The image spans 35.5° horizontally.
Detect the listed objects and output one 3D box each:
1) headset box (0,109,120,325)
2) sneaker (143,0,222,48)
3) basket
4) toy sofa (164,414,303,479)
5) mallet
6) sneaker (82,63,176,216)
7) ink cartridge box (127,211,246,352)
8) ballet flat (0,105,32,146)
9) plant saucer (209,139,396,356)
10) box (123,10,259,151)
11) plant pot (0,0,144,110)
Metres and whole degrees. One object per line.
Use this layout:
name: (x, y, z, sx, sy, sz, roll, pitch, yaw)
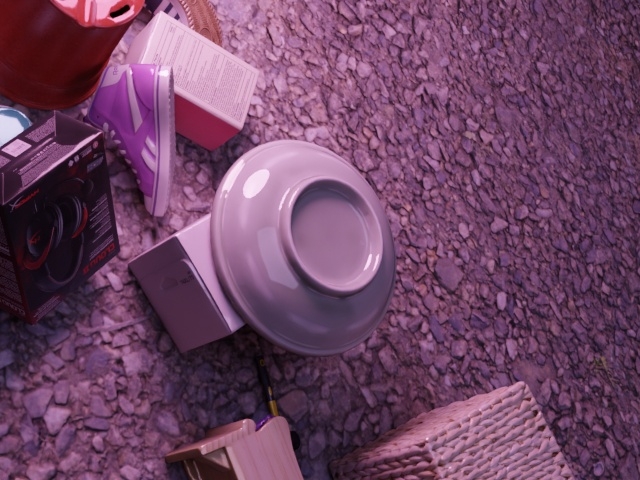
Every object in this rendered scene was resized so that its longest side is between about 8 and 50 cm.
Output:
headset box: (-0.442, -0.024, 1.606, 0.110, 0.293, 0.218, 25, 47, 22)
sneaker: (-0.307, -0.455, 1.968, 0.099, 0.153, 0.282, -63, 143, -36)
basket: (0.251, 0.464, 1.881, 0.328, 0.331, 0.267, -19, 83, -39)
toy sofa: (-0.108, 0.492, 1.720, 0.177, 0.150, 0.363, -19, 85, -36)
mallet: (-0.083, 0.309, 1.883, 0.062, 0.039, 0.190, 2, 69, -34)
sneaker: (-0.345, -0.181, 1.810, 0.161, 0.102, 0.282, 1, 109, -3)
ink cartridge box: (-0.164, 0.042, 1.814, 0.270, 0.198, 0.197, -33, 95, -38)
ballet flat: (-0.600, -0.059, 1.579, 0.139, 0.139, 0.400, 40, 50, -18)
plant saucer: (0.000, 0.000, 1.758, 0.400, 0.100, 0.401, 13, 68, -33)
box: (-0.256, -0.300, 1.916, 0.232, 0.127, 0.149, 28, 59, -25)
plant pot: (-0.446, -0.400, 1.725, 0.272, 0.265, 0.273, 13, 67, -32)
